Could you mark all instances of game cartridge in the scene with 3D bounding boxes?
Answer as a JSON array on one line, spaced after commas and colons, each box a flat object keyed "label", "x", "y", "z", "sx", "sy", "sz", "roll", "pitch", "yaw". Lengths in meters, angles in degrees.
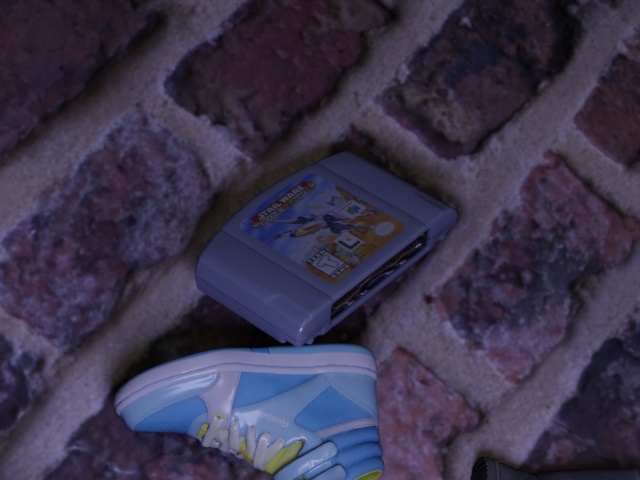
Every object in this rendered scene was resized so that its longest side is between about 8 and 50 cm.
[{"label": "game cartridge", "x": 0.000, "y": 0.000, "z": 2.046, "sx": 0.198, "sy": 0.062, "sz": 0.297, "roll": 33, "pitch": 51, "yaw": 26}]

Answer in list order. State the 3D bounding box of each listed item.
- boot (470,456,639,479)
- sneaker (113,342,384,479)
[{"label": "boot", "x": 0.286, "y": 0.347, "z": 2.009, "sx": 0.208, "sy": 0.076, "sz": 0.190, "roll": 13, "pitch": 61, "yaw": -15}, {"label": "sneaker", "x": -0.068, "y": 0.234, "z": 1.932, "sx": 0.318, "sy": 0.127, "sz": 0.208, "roll": -5, "pitch": 66, "yaw": -16}]
